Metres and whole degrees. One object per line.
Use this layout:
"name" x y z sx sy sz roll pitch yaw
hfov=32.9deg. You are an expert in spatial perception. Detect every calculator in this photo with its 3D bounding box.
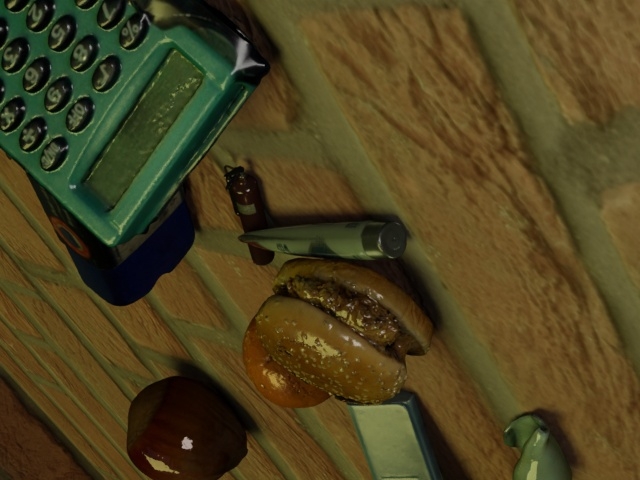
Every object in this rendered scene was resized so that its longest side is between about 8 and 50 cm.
"calculator" -0.214 -0.159 1.010 0.274 0.058 0.248 42 112 7

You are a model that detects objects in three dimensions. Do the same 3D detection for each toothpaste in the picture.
"toothpaste" 0.000 0.000 1.130 0.062 0.039 0.239 11 173 -36

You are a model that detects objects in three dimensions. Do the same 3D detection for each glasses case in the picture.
"glasses case" 0.108 0.311 1.384 0.105 0.056 0.266 8 123 52

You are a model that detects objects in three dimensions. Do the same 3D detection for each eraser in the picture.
"eraser" -0.239 -0.066 1.248 0.101 0.155 0.332 33 155 23

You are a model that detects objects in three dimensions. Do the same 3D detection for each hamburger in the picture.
"hamburger" 0.025 0.096 1.132 0.182 0.118 0.191 29 159 -19

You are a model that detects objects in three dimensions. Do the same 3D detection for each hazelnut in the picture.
"hazelnut" -0.230 0.321 1.853 0.210 0.210 0.186 -15 96 61

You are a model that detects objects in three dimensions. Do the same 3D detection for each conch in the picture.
"conch" 0.237 0.244 1.176 0.065 0.088 0.180 -9 132 3

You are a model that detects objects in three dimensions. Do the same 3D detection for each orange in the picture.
"orange" -0.031 0.130 1.277 0.117 0.135 0.135 2 136 38

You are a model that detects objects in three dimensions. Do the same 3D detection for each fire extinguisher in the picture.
"fire extinguisher" -0.082 -0.036 1.213 0.173 0.035 0.049 80 174 -53

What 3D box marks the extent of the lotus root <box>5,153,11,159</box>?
"lotus root" -0.477 -0.215 1.444 0.170 0.074 0.260 11 143 49
